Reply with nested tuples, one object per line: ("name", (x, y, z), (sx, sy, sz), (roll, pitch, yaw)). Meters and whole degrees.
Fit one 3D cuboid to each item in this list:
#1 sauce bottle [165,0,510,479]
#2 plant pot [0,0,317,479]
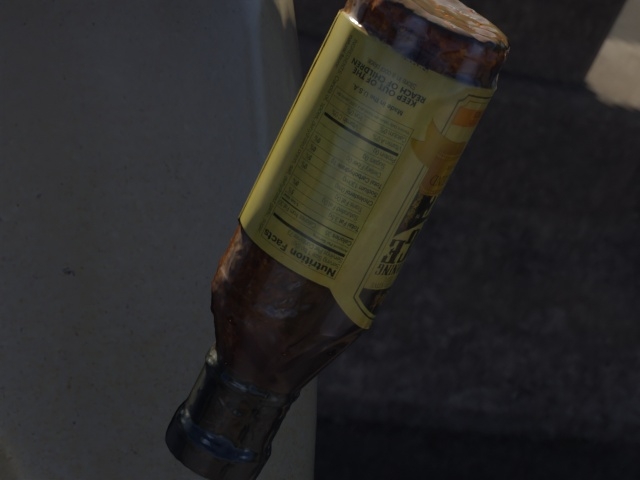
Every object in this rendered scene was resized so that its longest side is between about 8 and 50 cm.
("sauce bottle", (0.000, 0.000, 0.387), (0.042, 0.128, 0.042), (24, 21, -10))
("plant pot", (-0.102, 0.049, 0.684), (0.256, 0.256, 0.274), (-9, 80, -34))
